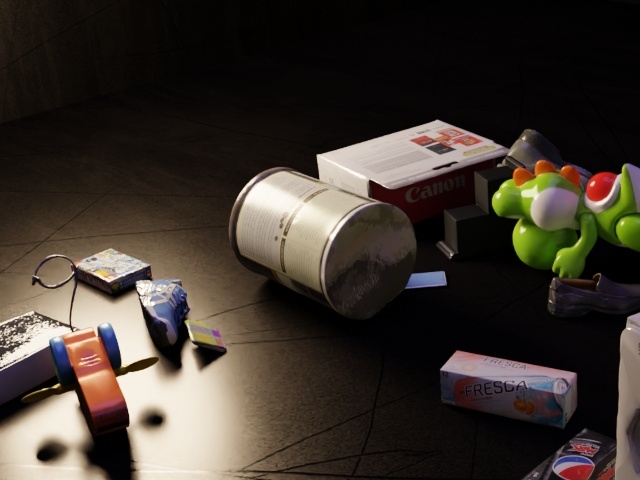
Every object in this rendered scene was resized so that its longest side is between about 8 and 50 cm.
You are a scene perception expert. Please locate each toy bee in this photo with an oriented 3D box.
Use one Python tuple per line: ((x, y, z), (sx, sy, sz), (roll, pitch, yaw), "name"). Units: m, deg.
((-0.342, 0.186, 1.611), (0.195, 0.162, 0.298), (0, 48, -5), "toy bee")

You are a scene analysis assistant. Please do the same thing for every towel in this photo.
((-0.190, 0.156, 1.748), (0.060, 0.009, 0.083), (16, 17, -23), "towel")

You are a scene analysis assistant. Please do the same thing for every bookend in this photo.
((0.295, -0.060, 1.969), (0.157, 0.156, 0.072), (-13, 25, -12), "bookend")

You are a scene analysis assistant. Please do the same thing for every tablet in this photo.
((0.179, 0.071, 1.884), (0.083, 0.006, 0.054), (-5, 24, 4), "tablet")

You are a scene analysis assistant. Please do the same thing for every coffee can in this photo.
((0.000, 0.000, 1.846), (0.201, 0.202, 0.275), (-22, 28, -32), "coffee can")

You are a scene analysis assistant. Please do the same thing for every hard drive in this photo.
((-0.512, 0.193, 1.713), (0.172, 0.054, 0.254), (14, 31, 38), "hard drive")

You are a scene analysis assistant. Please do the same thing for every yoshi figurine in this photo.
((0.472, -0.018, 1.814), (0.362, 0.203, 0.203), (9, -3, 31), "yoshi figurine")

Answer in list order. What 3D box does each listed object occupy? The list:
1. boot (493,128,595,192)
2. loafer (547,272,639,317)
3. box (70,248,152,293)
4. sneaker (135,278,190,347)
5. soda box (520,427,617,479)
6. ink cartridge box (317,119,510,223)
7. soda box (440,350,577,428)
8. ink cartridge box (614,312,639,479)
((0.437, -0.084, 2.065), (0.161, 0.246, 0.083), (-51, -6, -6), "boot")
((0.452, 0.083, 1.719), (0.170, 0.061, 0.062), (-6, 22, -2), "loafer")
((-0.398, 0.057, 2.031), (0.094, 0.027, 0.137), (-24, 29, -38), "box")
((-0.262, 0.112, 1.807), (0.081, 0.080, 0.211), (-14, 26, -10), "sneaker")
((0.294, 0.293, 1.280), (0.169, 0.060, 0.053), (-26, 31, -38), "soda box")
((0.195, -0.122, 2.167), (0.309, 0.130, 0.272), (-18, 26, -24), "ink cartridge box")
((0.261, 0.206, 1.490), (0.183, 0.058, 0.063), (7, 27, 30), "soda box")
((0.538, 0.186, 1.183), (0.394, 0.286, 0.166), (-16, 26, -19), "ink cartridge box")
